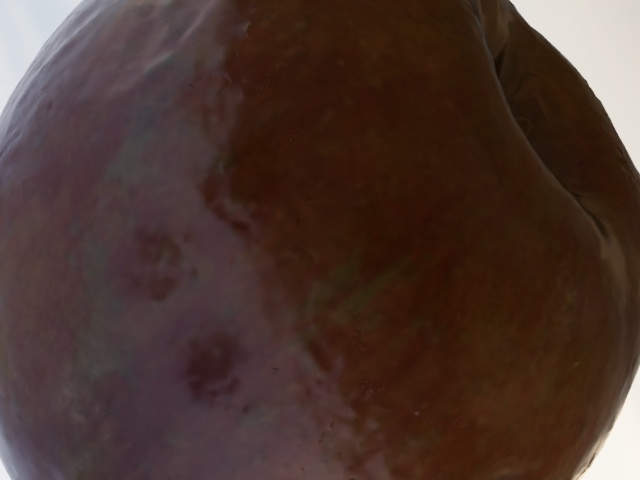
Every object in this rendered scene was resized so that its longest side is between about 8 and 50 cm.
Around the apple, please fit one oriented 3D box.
[{"bbox_3d":[0.000,0.000,0.754,0.301,0.301,0.301,60,-168,-22],"label":"apple"}]
